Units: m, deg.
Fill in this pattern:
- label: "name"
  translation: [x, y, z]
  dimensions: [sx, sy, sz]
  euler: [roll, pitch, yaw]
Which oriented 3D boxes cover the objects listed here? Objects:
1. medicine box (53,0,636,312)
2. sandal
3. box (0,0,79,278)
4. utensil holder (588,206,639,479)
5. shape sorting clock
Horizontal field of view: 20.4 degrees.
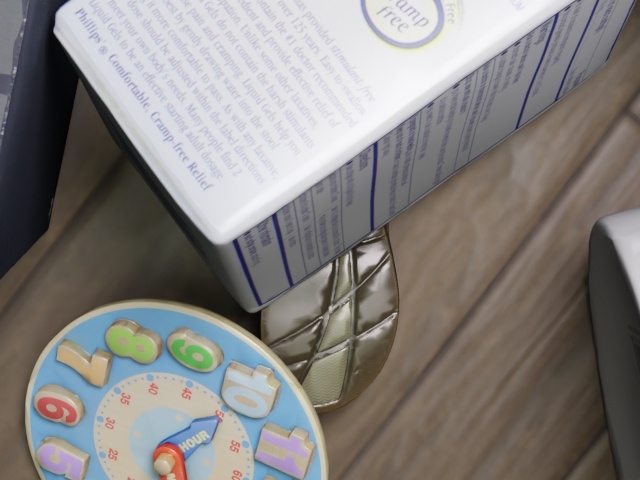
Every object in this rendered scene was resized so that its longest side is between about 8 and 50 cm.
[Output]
- label: "medicine box"
  translation: [0.026, -0.112, 0.987]
  dimensions: [0.289, 0.263, 0.149]
  euler: [-36, 81, -5]
- label: "sandal"
  translation: [0.000, 0.000, 1.137]
  dimensions: [0.090, 0.060, 0.219]
  euler: [-7, 83, -1]
- label: "box"
  translation: [-0.299, -0.102, 0.964]
  dimensions: [0.312, 0.343, 0.179]
  euler: [13, 97, -5]
- label: "utensil holder"
  translation: [0.376, 0.100, 1.032]
  dimensions: [0.385, 0.327, 0.327]
  euler: [-12, 98, 2]
- label: "shape sorting clock"
  translation: [-0.094, 0.132, 1.120]
  dimensions: [0.206, 0.040, 0.206]
  euler: [6, 116, 13]
